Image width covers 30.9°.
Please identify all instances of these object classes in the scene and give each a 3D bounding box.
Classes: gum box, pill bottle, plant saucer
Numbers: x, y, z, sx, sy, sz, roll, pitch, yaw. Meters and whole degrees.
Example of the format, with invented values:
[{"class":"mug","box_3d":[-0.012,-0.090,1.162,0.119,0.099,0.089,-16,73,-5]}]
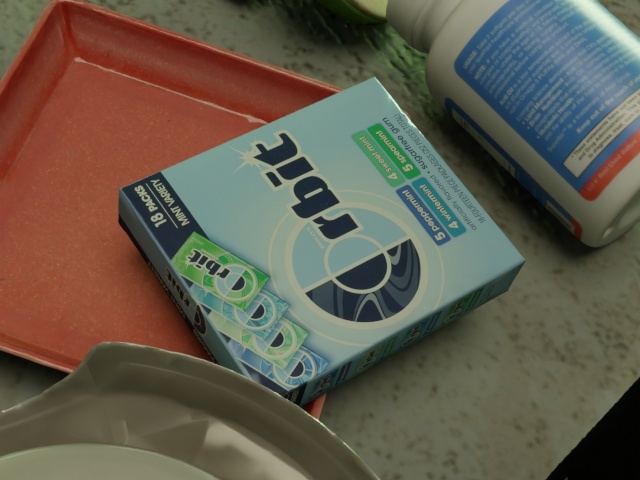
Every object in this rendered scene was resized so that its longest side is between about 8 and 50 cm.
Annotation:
[{"class":"gum box","box_3d":[0.000,0.000,0.679,0.184,0.041,0.157,-26,67,-24]},{"class":"pill bottle","box_3d":[0.150,-0.112,0.788,0.124,0.124,0.221,-33,70,-27]},{"class":"plant saucer","box_3d":[-0.097,-0.014,0.723,0.258,0.048,0.259,19,57,1]}]

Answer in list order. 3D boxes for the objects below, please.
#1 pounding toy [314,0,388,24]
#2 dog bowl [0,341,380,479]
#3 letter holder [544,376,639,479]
[{"class":"pounding toy","box_3d":[-0.022,-0.263,0.853,0.183,0.110,0.237,-27,102,-56]},{"class":"dog bowl","box_3d":[-0.112,0.223,0.532,0.348,0.102,0.349,5,57,-8]},{"class":"letter holder","box_3d":[0.209,0.179,0.506,0.214,0.302,0.152,14,56,-2]}]
